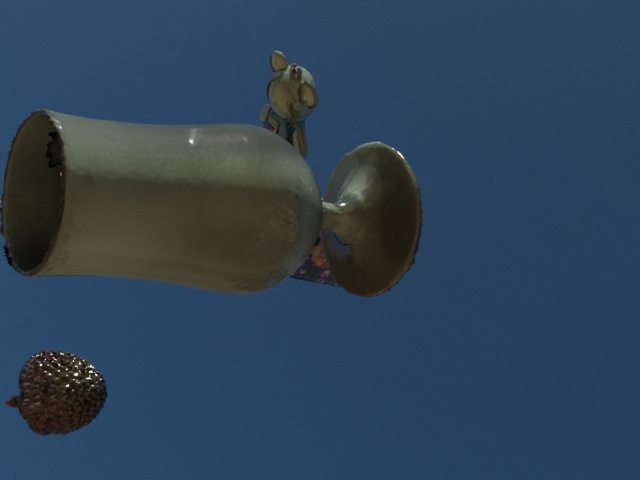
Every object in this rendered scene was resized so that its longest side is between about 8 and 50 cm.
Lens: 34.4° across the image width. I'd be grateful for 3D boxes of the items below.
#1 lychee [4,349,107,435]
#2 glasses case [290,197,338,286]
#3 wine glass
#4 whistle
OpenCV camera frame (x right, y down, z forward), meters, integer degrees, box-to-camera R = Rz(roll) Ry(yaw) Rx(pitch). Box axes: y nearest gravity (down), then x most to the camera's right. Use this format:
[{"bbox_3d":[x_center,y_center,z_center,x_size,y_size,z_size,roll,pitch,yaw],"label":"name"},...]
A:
[{"bbox_3d":[-0.211,0.121,0.824,0.083,0.068,0.067,-1,-81,2],"label":"lychee"},{"bbox_3d":[0.000,0.000,1.577,0.076,0.327,0.125,38,-73,42],"label":"glasses case"},{"bbox_3d":[-0.059,-0.019,0.597,0.103,0.231,0.103,-6,-98,54],"label":"wine glass"},{"bbox_3d":[-0.050,-0.183,1.589,0.114,0.077,0.235,47,-32,23],"label":"whistle"}]
